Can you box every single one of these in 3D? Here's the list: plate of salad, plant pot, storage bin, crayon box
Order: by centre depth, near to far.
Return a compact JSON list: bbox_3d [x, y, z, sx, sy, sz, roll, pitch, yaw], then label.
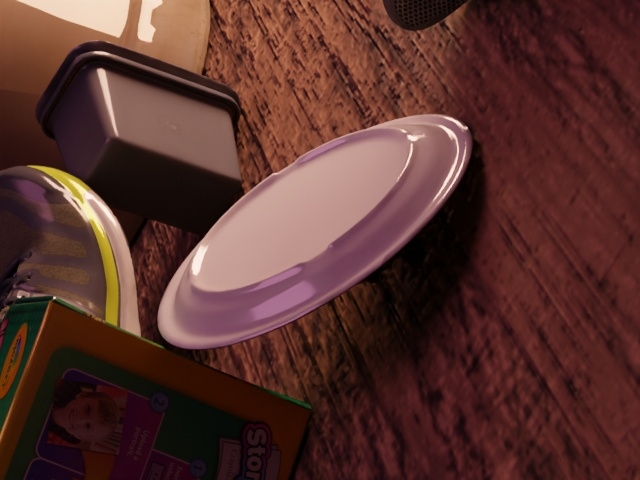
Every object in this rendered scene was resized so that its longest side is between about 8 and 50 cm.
[{"bbox_3d":[-0.131,0.188,1.058,0.081,0.165,0.278,-9,59,64],"label":"crayon box"},{"bbox_3d":[0.000,0.000,1.068,0.199,0.048,0.200,-28,22,12],"label":"plate of salad"},{"bbox_3d":[-0.121,-0.059,1.344,0.098,0.135,0.091,-52,35,29],"label":"storage bin"},{"bbox_3d":[-0.285,-0.127,1.574,0.323,0.280,0.323,-49,26,34],"label":"plant pot"}]

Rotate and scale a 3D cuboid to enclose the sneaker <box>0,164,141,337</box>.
[{"bbox_3d":[-0.178,0.071,1.226,0.111,0.121,0.300,-58,41,40],"label":"sneaker"}]

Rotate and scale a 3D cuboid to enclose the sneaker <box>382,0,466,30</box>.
[{"bbox_3d":[0.086,-0.161,1.071,0.166,0.065,0.076,-46,33,42],"label":"sneaker"}]
